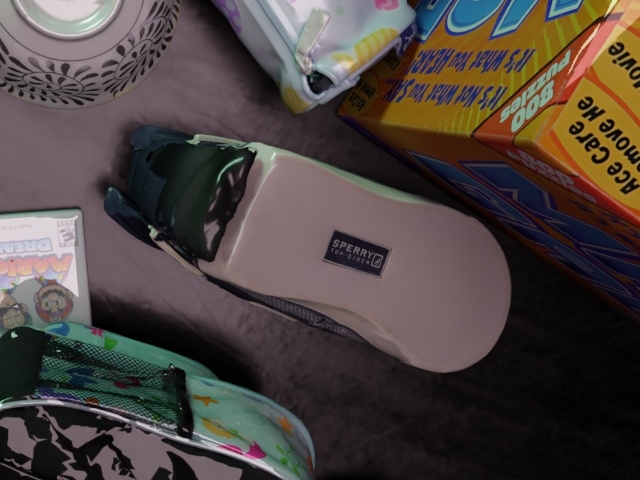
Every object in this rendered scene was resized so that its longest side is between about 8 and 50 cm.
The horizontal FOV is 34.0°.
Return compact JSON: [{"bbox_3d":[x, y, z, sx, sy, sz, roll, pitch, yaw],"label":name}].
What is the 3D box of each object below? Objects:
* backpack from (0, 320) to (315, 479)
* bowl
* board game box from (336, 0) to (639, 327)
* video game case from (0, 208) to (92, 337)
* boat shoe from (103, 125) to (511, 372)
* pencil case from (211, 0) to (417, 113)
[{"bbox_3d":[-0.128,0.187,0.725,0.253,0.191,0.225,18,110,-10],"label":"backpack"},{"bbox_3d":[-0.176,-0.174,0.722,0.170,0.080,0.170,-2,100,-15],"label":"bowl"},{"bbox_3d":[0.290,-0.130,0.711,0.356,0.356,0.356,33,90,-17],"label":"board game box"},{"bbox_3d":[-0.249,0.053,0.768,0.157,0.019,0.143,-5,100,-15],"label":"video game case"},{"bbox_3d":[0.000,0.000,0.787,0.340,0.158,0.127,28,85,-46],"label":"boat shoe"},{"bbox_3d":[-0.054,-0.219,0.724,0.273,0.113,0.124,52,46,-13],"label":"pencil case"}]
